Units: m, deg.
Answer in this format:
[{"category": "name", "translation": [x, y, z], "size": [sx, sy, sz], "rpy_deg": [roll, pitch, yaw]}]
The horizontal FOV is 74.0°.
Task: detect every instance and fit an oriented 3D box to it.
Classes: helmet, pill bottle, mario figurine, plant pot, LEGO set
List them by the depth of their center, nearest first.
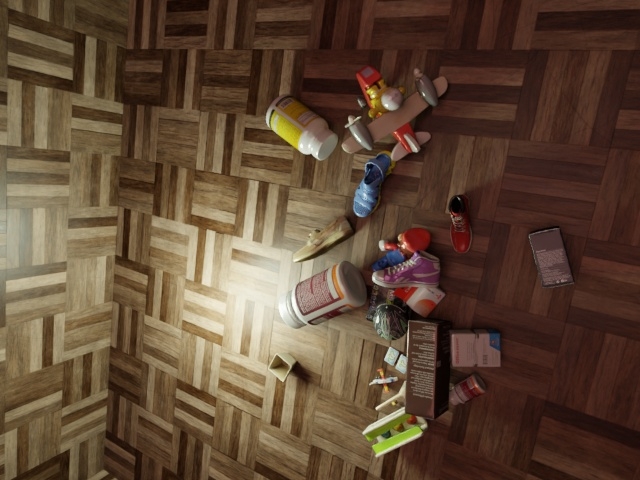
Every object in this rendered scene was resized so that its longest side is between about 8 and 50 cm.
[{"category": "pill bottle", "translation": [0.621, 0.639, 1.813], "size": [0.152, 0.086, 0.086], "rpy_deg": [-42, 75, 26]}, {"category": "helmet", "translation": [0.309, 0.352, 1.861], "size": [0.169, 0.161, 0.170], "rpy_deg": [4, 98, 26]}, {"category": "mario figurine", "translation": [0.374, 0.062, 1.892], "size": [0.198, 0.170, 0.320], "rpy_deg": [31, 126, -17]}, {"category": "LEGO set", "translation": [0.347, 0.649, 1.981], "size": [0.182, 0.060, 0.245], "rpy_deg": [30, 109, 27]}, {"category": "pill bottle", "translation": [-0.085, -0.532, 2.018], "size": [0.334, 0.187, 0.188], "rpy_deg": [41, 112, 19]}, {"category": "pill bottle", "translation": [0.006, 0.272, 2.032], "size": [0.392, 0.224, 0.224], "rpy_deg": [-28, 82, 27]}, {"category": "plant pot", "translation": [-0.191, 0.656, 2.250], "size": [0.109, 0.096, 0.109], "rpy_deg": [34, 110, 20]}]

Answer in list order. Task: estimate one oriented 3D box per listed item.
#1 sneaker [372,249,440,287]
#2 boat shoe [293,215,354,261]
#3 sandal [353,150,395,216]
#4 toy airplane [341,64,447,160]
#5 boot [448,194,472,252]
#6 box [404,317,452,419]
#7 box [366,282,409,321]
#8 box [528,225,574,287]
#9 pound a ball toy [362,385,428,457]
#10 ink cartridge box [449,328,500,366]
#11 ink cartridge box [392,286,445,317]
[{"category": "sneaker", "translation": [0.357, 0.109, 1.775], "size": [0.281, 0.102, 0.161], "rpy_deg": [-1, 118, 6]}, {"category": "boat shoe", "translation": [0.000, 0.000, 2.074], "size": [0.340, 0.121, 0.110], "rpy_deg": [-30, 76, 17]}, {"category": "sandal", "translation": [0.223, -0.254, 1.910], "size": [0.126, 0.138, 0.318], "rpy_deg": [26, 108, 22]}, {"category": "toy airplane", "translation": [0.301, -0.525, 1.758], "size": [0.383, 0.272, 0.387], "rpy_deg": [13, 88, 7]}, {"category": "boot", "translation": [0.559, -0.062, 1.723], "size": [0.088, 0.176, 0.245], "rpy_deg": [-1, 96, 27]}, {"category": "box", "translation": [0.456, 0.528, 1.789], "size": [0.143, 0.191, 0.382], "rpy_deg": [2, 86, 34]}, {"category": "box", "translation": [0.317, 0.304, 1.967], "size": [0.184, 0.045, 0.191], "rpy_deg": [17, 103, 27]}, {"category": "box", "translation": [0.860, 0.058, 1.585], "size": [0.108, 0.153, 0.207], "rpy_deg": [-15, 89, 29]}, {"category": "pound a ball toy", "translation": [0.344, 0.821, 1.957], "size": [0.319, 0.135, 0.208], "rpy_deg": [-40, 73, 24]}, {"category": "ink cartridge box", "translation": [0.636, 0.443, 1.755], "size": [0.190, 0.082, 0.140], "rpy_deg": [-2, 94, 10]}, {"category": "ink cartridge box", "translation": [0.431, 0.235, 1.857], "size": [0.179, 0.045, 0.146], "rpy_deg": [31, 111, -10]}]
